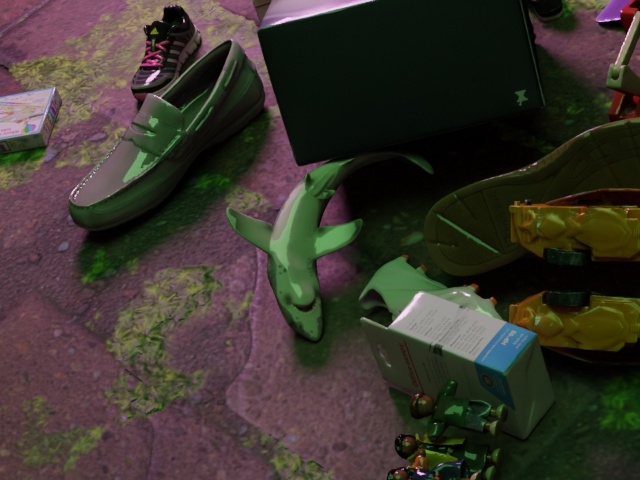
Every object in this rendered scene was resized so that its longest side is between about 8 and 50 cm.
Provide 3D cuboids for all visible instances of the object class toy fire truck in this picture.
[{"bbox_3d":[0.348,-0.168,1.666,0.047,0.135,0.192,11,50,33],"label":"toy fire truck"}]

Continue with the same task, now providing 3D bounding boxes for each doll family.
[{"bbox_3d":[0.103,0.225,1.394,0.111,0.076,0.193,8,52,24],"label":"doll family"}]

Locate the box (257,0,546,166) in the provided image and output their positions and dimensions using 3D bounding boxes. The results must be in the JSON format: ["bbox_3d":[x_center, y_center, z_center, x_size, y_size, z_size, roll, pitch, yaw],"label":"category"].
[{"bbox_3d":[0.102,-0.246,1.760,0.296,0.182,0.294,-13,22,10],"label":"box"}]

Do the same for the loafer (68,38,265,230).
[{"bbox_3d":[-0.204,-0.137,1.890,0.112,0.111,0.319,22,56,39],"label":"loafer"}]

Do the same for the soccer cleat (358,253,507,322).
[{"bbox_3d":[0.120,0.076,1.558,0.076,0.068,0.196,-44,38,-16],"label":"soccer cleat"}]

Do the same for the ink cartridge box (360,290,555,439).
[{"bbox_3d":[0.136,0.117,1.471,0.180,0.104,0.060,20,56,38],"label":"ink cartridge box"}]

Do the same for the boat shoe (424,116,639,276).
[{"bbox_3d":[0.283,-0.044,1.563,0.342,0.123,0.123,-20,83,21],"label":"boat shoe"}]

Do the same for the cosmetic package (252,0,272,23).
[{"bbox_3d":[0.061,-0.378,2.034,0.310,0.113,0.160,-17,45,7],"label":"cosmetic package"}]

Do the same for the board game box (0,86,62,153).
[{"bbox_3d":[-0.450,-0.163,2.090,0.154,0.026,0.103,-8,42,15],"label":"board game box"}]

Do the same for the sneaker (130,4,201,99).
[{"bbox_3d":[-0.225,-0.267,2.069,0.063,0.074,0.170,5,47,27],"label":"sneaker"}]

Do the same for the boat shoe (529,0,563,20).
[{"bbox_3d":[0.283,-0.339,1.955,0.049,0.042,0.133,-24,39,1],"label":"boat shoe"}]

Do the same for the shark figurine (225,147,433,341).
[{"bbox_3d":[-0.001,-0.027,1.700,0.166,0.116,0.278,33,68,6],"label":"shark figurine"}]

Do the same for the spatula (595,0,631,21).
[{"bbox_3d":[0.482,-0.282,1.813,0.296,0.030,0.084,15,50,36],"label":"spatula"}]

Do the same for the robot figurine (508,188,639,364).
[{"bbox_3d":[0.329,0.035,1.437,0.291,0.211,0.085,3,5,20],"label":"robot figurine"}]
